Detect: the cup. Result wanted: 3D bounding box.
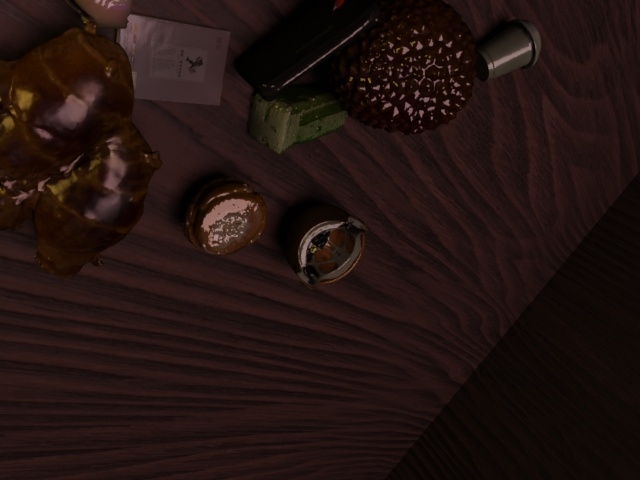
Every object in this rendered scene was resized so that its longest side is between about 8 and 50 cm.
[{"bbox_3d":[0.434,-0.445,1.175,0.141,0.120,0.120,-27,138,-8],"label":"cup"}]

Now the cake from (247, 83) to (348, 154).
[{"bbox_3d":[-0.011,-0.239,0.958,0.235,0.099,0.100,-14,132,-34],"label":"cake"}]

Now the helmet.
[{"bbox_3d":[0.000,0.000,1.141,0.198,0.130,0.224,-45,151,4],"label":"helmet"}]

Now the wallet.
[{"bbox_3d":[-0.020,-0.332,0.813,0.250,0.149,0.044,-36,137,0],"label":"wallet"}]

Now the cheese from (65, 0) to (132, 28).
[{"bbox_3d":[-0.224,-0.405,0.639,0.286,0.082,0.163,-39,141,-9],"label":"cheese"}]

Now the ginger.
[{"bbox_3d":[-0.373,-0.107,0.702,0.274,0.152,0.358,-22,133,-27],"label":"ginger"}]

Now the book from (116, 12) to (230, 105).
[{"bbox_3d":[-0.234,-0.282,0.788,0.181,0.014,0.127,-7,126,-38],"label":"book"}]

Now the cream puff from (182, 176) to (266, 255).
[{"bbox_3d":[-0.184,-0.048,0.948,0.165,0.115,0.150,-10,122,-24],"label":"cream puff"}]

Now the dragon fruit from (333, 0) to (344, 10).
[{"bbox_3d":[0.045,-0.483,0.707,0.240,0.241,0.252,-13,155,-34],"label":"dragon fruit"}]

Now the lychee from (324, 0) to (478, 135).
[{"bbox_3d":[0.139,-0.313,0.904,0.267,0.267,0.268,-24,135,-26],"label":"lychee"}]
